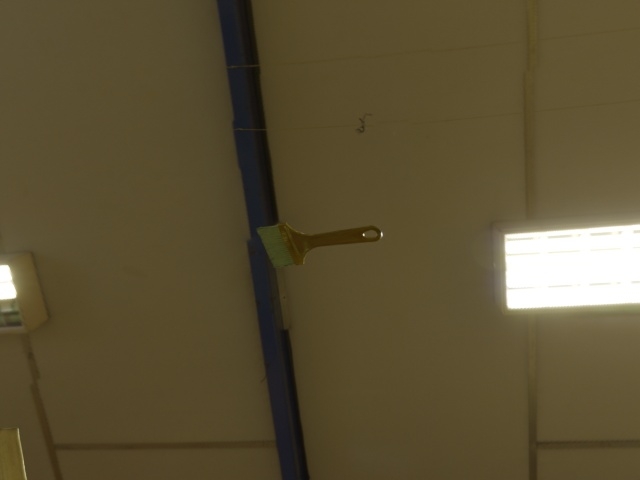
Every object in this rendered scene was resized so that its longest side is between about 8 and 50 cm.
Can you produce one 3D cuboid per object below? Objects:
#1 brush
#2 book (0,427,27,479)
[{"bbox_3d":[0.000,0.000,0.792,0.205,0.011,0.083,-8,-59,24],"label":"brush"},{"bbox_3d":[-0.324,0.311,0.485,0.231,0.026,0.161,-49,-123,29],"label":"book"}]
